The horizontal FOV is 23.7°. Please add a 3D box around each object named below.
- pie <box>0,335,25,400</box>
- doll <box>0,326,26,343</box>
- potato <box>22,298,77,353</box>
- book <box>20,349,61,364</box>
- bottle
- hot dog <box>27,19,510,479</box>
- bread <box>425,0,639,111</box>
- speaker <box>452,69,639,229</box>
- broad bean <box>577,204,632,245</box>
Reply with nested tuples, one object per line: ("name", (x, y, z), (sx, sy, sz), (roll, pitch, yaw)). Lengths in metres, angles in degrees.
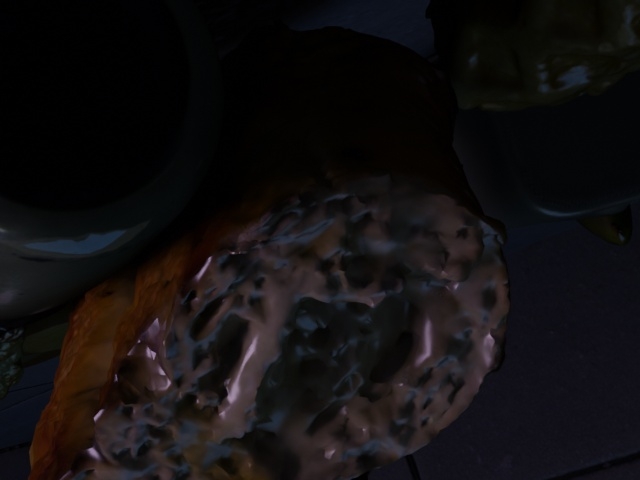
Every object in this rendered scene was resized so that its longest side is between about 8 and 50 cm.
("pie", (-0.391, 0.106, 1.492), (0.201, 0.090, 0.248), (3, 150, -24))
("doll", (-0.391, 0.098, 1.330), (0.286, 0.091, 0.202), (-26, 136, 34))
("potato", (-0.304, 0.086, 1.753), (0.103, 0.066, 0.096), (-15, 158, 3))
("book", (-0.495, 0.170, 2.008), (0.389, 0.032, 0.269), (-12, 171, -44))
("bottle", (-0.172, -0.037, 0.827), (0.168, 0.169, 0.347), (-16, 174, -22))
("hot dog", (-0.044, 0.046, 0.911), (0.367, 0.196, 0.365), (-54, -159, 21))
("bread", (0.185, -0.171, 0.884), (0.267, 0.130, 0.152), (-31, -154, 54))
("speaker", (0.294, -0.129, 1.304), (0.406, 0.183, 0.184), (-16, 178, -18))
("broad bean", (0.239, -0.086, 1.491), (0.067, 0.075, 0.325), (-12, -148, -4))
